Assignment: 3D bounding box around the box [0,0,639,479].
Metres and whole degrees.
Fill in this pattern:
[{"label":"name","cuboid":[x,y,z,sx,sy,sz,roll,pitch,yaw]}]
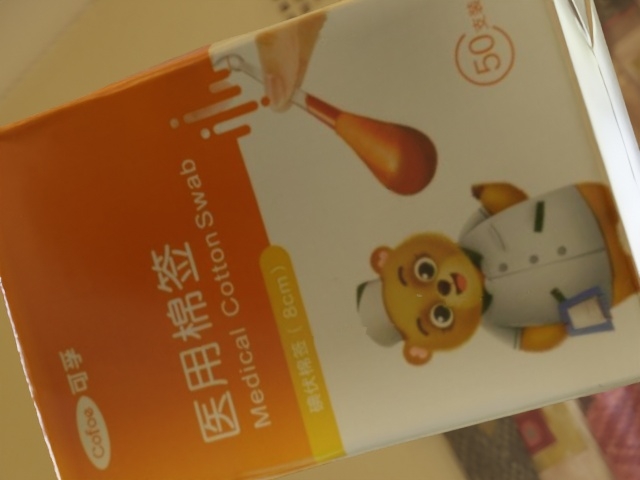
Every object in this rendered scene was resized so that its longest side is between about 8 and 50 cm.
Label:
[{"label":"box","cuboid":[0.000,0.000,0.782,0.341,0.225,0.143,-17,-1,19]}]
